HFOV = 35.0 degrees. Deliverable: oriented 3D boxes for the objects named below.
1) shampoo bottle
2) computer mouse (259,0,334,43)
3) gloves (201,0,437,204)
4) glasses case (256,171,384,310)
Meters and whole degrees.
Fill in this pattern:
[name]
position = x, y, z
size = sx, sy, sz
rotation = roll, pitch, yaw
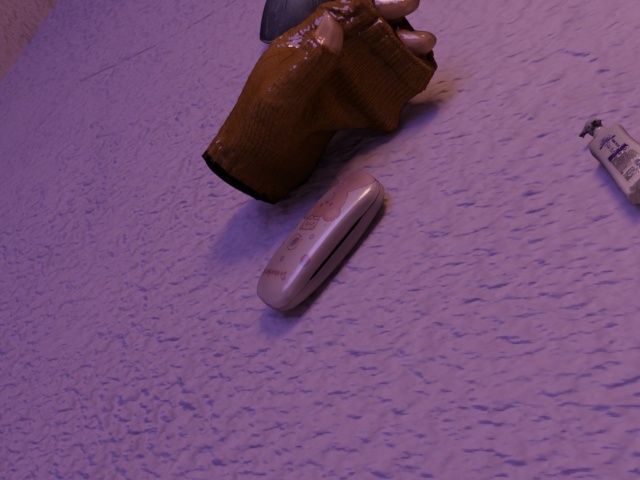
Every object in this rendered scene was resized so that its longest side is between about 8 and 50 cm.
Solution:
[shampoo bottle]
position = 0.299, -0.087, 1.010
size = 0.049, 0.034, 0.141
rotation = -44, 31, 16
[computer mouse]
position = 0.028, -0.477, 1.708
size = 0.379, 0.090, 0.167
rotation = -46, 33, -3
[gloves]
position = -0.007, -0.196, 1.326
size = 0.356, 0.203, 0.155
rotation = -37, 56, 23
[glasses case]
position = 0.000, 0.000, 1.236
size = 0.204, 0.051, 0.081
rotation = -51, 34, -9
